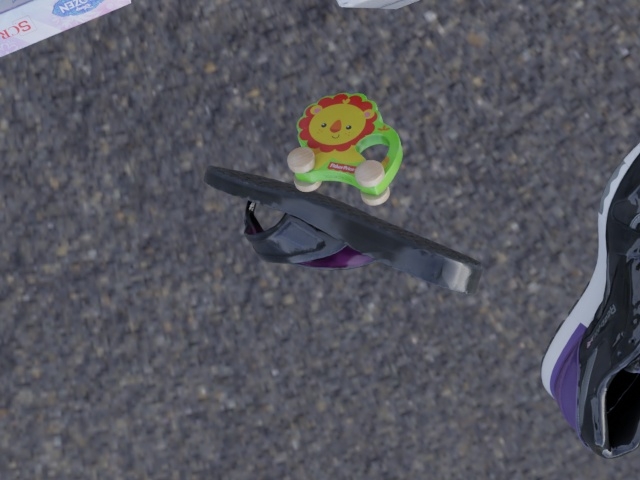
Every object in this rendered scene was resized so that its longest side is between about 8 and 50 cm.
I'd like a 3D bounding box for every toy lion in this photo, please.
[{"bbox_3d":[0.023,-0.081,1.074,0.100,0.096,0.034,13,148,26],"label":"toy lion"}]

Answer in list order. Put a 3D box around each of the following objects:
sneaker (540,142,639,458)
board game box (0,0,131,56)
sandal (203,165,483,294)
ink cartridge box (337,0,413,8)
[{"bbox_3d":[0.278,0.051,1.066,0.107,0.124,0.283,8,116,-13],"label":"sneaker"},{"bbox_3d":[-0.431,-0.376,1.756,0.318,0.318,0.066,-21,139,5],"label":"board game box"},{"bbox_3d":[0.000,0.000,1.689,0.168,0.446,0.107,12,99,-52],"label":"sandal"},{"bbox_3d":[0.084,-0.281,0.975,0.168,0.233,0.171,-19,96,15],"label":"ink cartridge box"}]
